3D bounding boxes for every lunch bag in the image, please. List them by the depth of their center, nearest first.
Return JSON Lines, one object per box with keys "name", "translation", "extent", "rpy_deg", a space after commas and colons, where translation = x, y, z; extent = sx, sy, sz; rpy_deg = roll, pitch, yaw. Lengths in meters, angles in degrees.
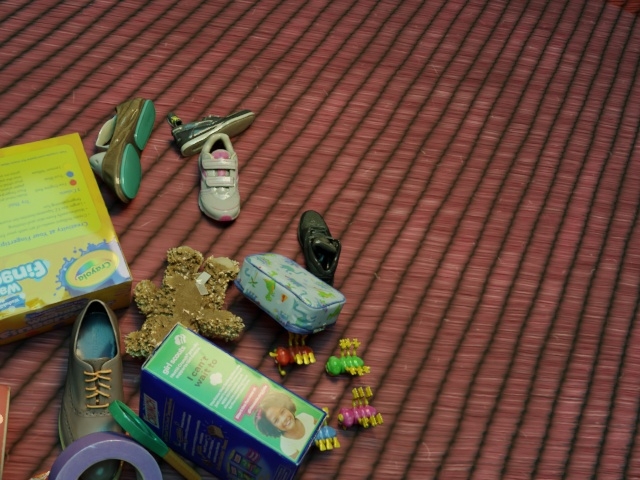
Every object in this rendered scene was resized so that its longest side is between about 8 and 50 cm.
{"name": "lunch bag", "translation": [-0.063, 0.113, 1.549], "extent": [0.219, 0.090, 0.176], "rpy_deg": [33, 19, 23]}

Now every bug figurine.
{"name": "bug figurine", "translation": [0.012, 0.316, 1.485], "extent": [0.216, 0.072, 0.279], "rpy_deg": [0, 50, -21]}

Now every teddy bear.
{"name": "teddy bear", "translation": [-0.289, 0.144, 1.528], "extent": [0.245, 0.113, 0.338], "rpy_deg": [8, 46, -17]}

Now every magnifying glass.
{"name": "magnifying glass", "translation": [-0.304, 0.376, 1.312], "extent": [0.026, 0.092, 0.231], "rpy_deg": [-43, 112, -12]}

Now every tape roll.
{"name": "tape roll", "translation": [-0.378, 0.436, 1.242], "extent": [0.189, 0.080, 0.189], "rpy_deg": [1, 88, -25]}

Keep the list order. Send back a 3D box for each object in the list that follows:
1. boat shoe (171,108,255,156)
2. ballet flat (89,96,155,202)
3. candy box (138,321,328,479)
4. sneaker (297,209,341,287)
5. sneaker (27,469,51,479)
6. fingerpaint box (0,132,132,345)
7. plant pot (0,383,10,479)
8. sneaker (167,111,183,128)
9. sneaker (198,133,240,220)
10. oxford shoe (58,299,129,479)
{"name": "boat shoe", "translation": [-0.275, -0.299, 1.845], "extent": [0.233, 0.084, 0.079], "rpy_deg": [-28, 73, -27]}
{"name": "ballet flat", "translation": [-0.493, -0.222, 1.733], "extent": [0.124, 0.116, 0.342], "rpy_deg": [-4, 54, 8]}
{"name": "candy box", "translation": [-0.173, 0.332, 1.305], "extent": [0.317, 0.268, 0.122], "rpy_deg": [28, 52, 7]}
{"name": "sneaker", "translation": [0.000, 0.000, 1.674], "extent": [0.087, 0.130, 0.228], "rpy_deg": [4, 52, -13]}
{"name": "sneaker", "translation": [-0.522, 0.466, 1.263], "extent": [0.175, 0.064, 0.067], "rpy_deg": [-34, 84, -24]}
{"name": "fingerpaint box", "translation": [-0.660, 0.015, 1.450], "extent": [0.444, 0.163, 0.371], "rpy_deg": [-18, 71, -24]}
{"name": "plant pot", "translation": [-0.663, 0.341, 1.199], "extent": [0.243, 0.275, 0.275], "rpy_deg": [5, 54, -22]}
{"name": "sneaker", "translation": [-0.375, -0.311, 1.860], "extent": [0.031, 0.035, 0.083], "rpy_deg": [-22, 63, -27]}
{"name": "sneaker", "translation": [-0.251, -0.162, 1.737], "extent": [0.103, 0.111, 0.252], "rpy_deg": [-5, 57, -17]}
{"name": "oxford shoe", "translation": [-0.436, 0.288, 1.350], "extent": [0.130, 0.133, 0.364], "rpy_deg": [-4, 62, -18]}
